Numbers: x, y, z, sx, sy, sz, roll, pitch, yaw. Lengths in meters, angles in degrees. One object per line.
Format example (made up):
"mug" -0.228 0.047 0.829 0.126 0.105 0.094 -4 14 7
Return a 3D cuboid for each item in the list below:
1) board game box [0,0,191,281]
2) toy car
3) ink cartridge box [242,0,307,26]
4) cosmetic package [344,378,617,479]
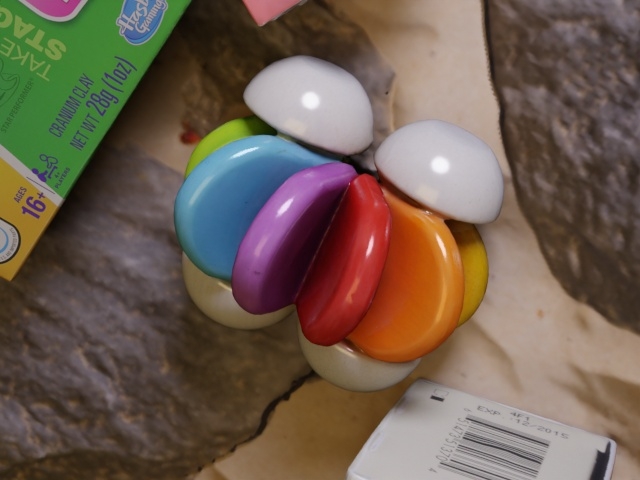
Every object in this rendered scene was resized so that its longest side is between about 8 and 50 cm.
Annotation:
"board game box" -0.250 -0.146 0.739 0.316 0.064 0.242 30 124 -13
"toy car" 0.000 0.000 0.736 0.182 0.136 0.159 28 111 8
"ink cartridge box" -0.030 -0.227 0.699 0.115 0.067 0.198 -29 98 25
"cosmetic package" 0.064 0.250 0.778 0.129 0.153 0.296 17 110 13
